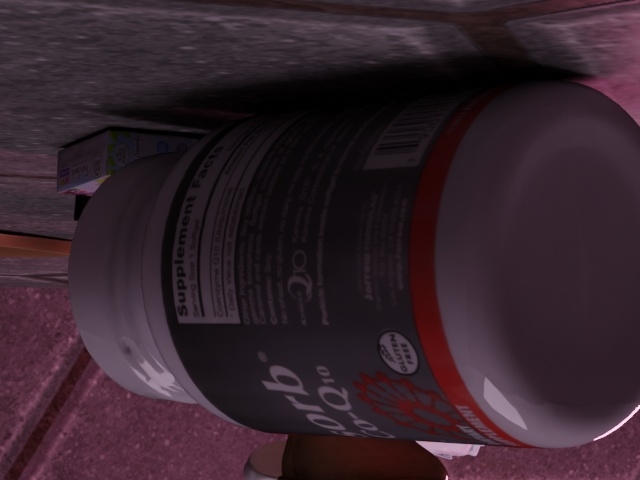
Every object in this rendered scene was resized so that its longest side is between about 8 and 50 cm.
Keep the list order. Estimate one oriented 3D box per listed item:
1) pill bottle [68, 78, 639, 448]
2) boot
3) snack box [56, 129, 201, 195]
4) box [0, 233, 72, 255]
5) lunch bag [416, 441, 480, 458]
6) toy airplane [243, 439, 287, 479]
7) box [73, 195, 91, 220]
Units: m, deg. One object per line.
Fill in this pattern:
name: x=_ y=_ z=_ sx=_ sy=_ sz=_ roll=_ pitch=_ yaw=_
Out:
pill bottle: x=0.022 y=0.019 z=1.139 sx=0.210 sy=0.210 sz=0.363 roll=6 pitch=174 yaw=-44
boot: x=0.023 y=0.063 z=1.328 sx=0.089 sy=0.269 sz=0.236 roll=6 pitch=172 yaw=-25
snack box: x=-0.131 y=-0.054 z=1.362 sx=0.100 sy=0.037 sz=0.141 roll=3 pitch=175 yaw=-23
box: x=-0.422 y=0.004 z=2.299 sx=0.164 sy=0.021 sz=0.201 roll=-1 pitch=174 yaw=28
lunch bag: x=0.097 y=0.136 z=2.256 sx=0.223 sy=0.262 sz=0.160 roll=3 pitch=175 yaw=-12
toy airplane: x=0.027 y=0.111 z=1.920 sx=0.384 sy=0.272 sz=0.386 roll=32 pitch=-156 yaw=30
box: x=-0.148 y=-0.039 z=1.466 sx=0.083 sy=0.052 sz=0.062 roll=5 pitch=175 yaw=-23
